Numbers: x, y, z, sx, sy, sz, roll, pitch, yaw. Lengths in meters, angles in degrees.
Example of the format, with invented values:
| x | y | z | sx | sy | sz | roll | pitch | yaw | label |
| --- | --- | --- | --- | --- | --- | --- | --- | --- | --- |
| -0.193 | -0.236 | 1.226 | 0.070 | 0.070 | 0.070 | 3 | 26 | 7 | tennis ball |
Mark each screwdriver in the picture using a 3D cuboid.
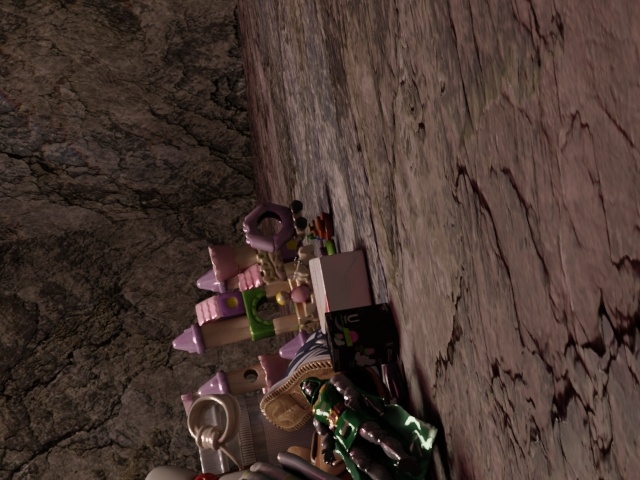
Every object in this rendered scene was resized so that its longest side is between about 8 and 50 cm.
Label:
| x | y | z | sx | sy | sz | roll | pitch | yaw | label |
| --- | --- | --- | --- | --- | --- | --- | --- | --- | --- |
| 0.109 | 0.232 | 1.734 | 0.025 | 0.024 | 0.170 | 3 | -112 | -65 | screwdriver |

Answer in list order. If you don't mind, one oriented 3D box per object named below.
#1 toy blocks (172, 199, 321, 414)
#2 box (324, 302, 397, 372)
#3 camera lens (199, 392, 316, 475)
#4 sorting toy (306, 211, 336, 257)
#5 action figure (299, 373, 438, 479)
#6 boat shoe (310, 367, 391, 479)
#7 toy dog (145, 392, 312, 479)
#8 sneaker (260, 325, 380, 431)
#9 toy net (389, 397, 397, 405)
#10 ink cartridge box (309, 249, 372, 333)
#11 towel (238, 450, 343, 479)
| x | y | z | sx | sy | sz | roll | pitch | yaw | label |
| --- | --- | --- | --- | --- | --- | --- | --- | --- | --- |
| -0.132 | 0.125 | 2.371 | 0.309 | 0.260 | 0.288 | 98 | 159 | -72 | toy blocks |
| 0.051 | 0.122 | 1.768 | 0.052 | 0.083 | 0.062 | 88 | 171 | -47 | box |
| -0.054 | 0.354 | 2.278 | 0.219 | 0.274 | 0.219 | 170 | 90 | -85 | camera lens |
| 0.000 | 0.000 | 2.338 | 0.061 | 0.042 | 0.102 | -111 | 13 | -66 | sorting toy |
| 0.039 | 0.218 | 1.605 | 0.232 | 0.063 | 0.137 | 40 | 110 | 53 | action figure |
| 0.037 | 0.266 | 1.699 | 0.324 | 0.123 | 0.116 | -95 | 7 | -60 | boat shoe |
| -0.088 | 0.387 | 2.077 | 0.334 | 0.220 | 0.161 | 24 | 165 | 42 | toy dog |
| 0.024 | 0.188 | 2.113 | 0.099 | 0.153 | 0.282 | 47 | 144 | -7 | sneaker |
| 0.115 | 0.294 | 1.653 | 0.122 | 0.045 | 0.232 | -53 | -42 | -77 | toy net |
| 0.029 | 0.077 | 2.022 | 0.198 | 0.067 | 0.115 | 150 | 109 | -85 | ink cartridge box |
| 0.062 | 0.414 | 1.463 | 0.374 | 0.090 | 0.320 | 20 | 127 | 50 | towel |
